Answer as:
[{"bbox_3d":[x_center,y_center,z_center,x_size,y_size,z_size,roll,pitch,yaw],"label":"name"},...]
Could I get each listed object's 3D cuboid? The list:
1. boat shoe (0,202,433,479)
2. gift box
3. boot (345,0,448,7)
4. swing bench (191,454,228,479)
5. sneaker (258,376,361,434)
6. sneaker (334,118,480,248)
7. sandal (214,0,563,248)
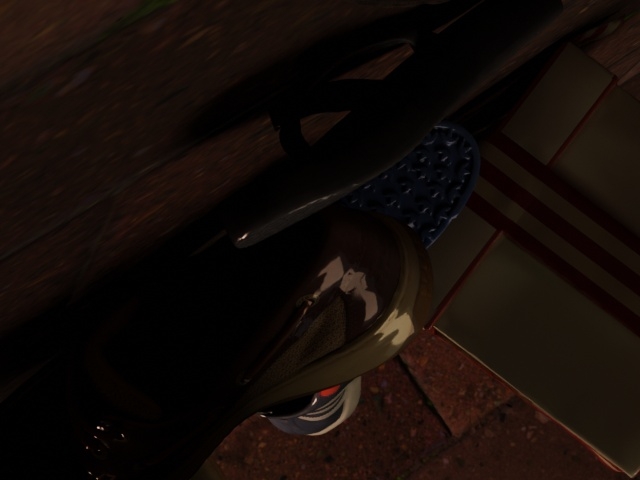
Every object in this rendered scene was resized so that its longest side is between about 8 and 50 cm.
[{"bbox_3d":[-0.102,0.073,1.169,0.342,0.123,0.123,-28,152,24],"label":"boat shoe"},{"bbox_3d":[0.200,-0.005,1.489,0.276,0.258,0.255,-54,174,-5],"label":"gift box"},{"bbox_3d":[0.115,-0.152,0.612,0.229,0.091,0.263,-31,173,32],"label":"boot"},{"bbox_3d":[-0.169,0.251,1.455,0.253,0.255,0.165,-34,175,-3],"label":"swing bench"},{"bbox_3d":[-0.039,0.113,1.803,0.148,0.131,0.350,-25,166,-21],"label":"sneaker"},{"bbox_3d":[0.000,0.000,1.276,0.232,0.081,0.090,-41,-161,4],"label":"sneaker"},{"bbox_3d":[0.024,-0.070,0.928,0.097,0.054,0.254,-29,-171,41],"label":"sandal"}]
